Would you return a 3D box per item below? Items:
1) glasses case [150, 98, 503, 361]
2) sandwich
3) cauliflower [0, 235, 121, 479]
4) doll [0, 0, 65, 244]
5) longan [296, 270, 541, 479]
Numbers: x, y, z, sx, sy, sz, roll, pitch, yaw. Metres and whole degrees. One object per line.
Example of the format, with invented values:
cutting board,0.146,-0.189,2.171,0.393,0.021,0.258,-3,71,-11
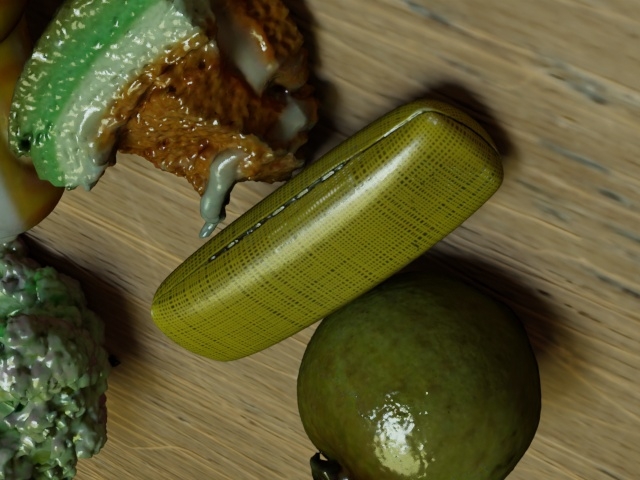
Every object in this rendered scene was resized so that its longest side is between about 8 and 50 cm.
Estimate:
glasses case,0.000,0.000,0.692,0.234,0.064,0.079,-34,133,30
sandwich,-0.070,-0.087,0.660,0.160,0.109,0.185,32,137,-7
cauliflower,-0.301,0.134,0.988,0.239,0.315,0.256,24,126,34
doll,-0.236,-0.114,0.718,0.167,0.162,0.269,-3,136,-5
longan,0.051,0.100,0.732,0.145,0.176,0.155,39,171,6
